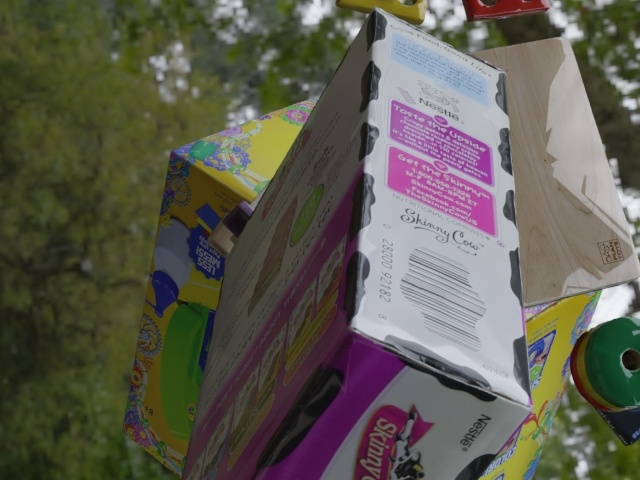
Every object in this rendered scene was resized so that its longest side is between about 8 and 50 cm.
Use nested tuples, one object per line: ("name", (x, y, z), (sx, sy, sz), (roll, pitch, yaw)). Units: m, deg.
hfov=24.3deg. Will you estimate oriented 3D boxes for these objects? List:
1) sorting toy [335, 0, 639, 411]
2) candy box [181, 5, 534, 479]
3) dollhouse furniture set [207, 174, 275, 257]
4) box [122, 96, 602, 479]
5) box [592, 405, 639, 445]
("sorting toy", (0.078, -0.035, 0.762), (0.046, 0.132, 0.274), (142, -66, -68))
("candy box", (0.011, 0.032, 0.591), (0.159, 0.071, 0.233), (-58, -165, 32))
("dollhouse furniture set", (0.000, 0.000, 0.972), (0.114, 0.081, 0.091), (43, -23, -3))
("box", (0.023, 0.089, 1.151), (0.290, 0.177, 0.279), (32, -53, 28))
("box", (0.296, 0.140, 1.384), (0.067, 0.083, 0.018), (52, -14, 5))
